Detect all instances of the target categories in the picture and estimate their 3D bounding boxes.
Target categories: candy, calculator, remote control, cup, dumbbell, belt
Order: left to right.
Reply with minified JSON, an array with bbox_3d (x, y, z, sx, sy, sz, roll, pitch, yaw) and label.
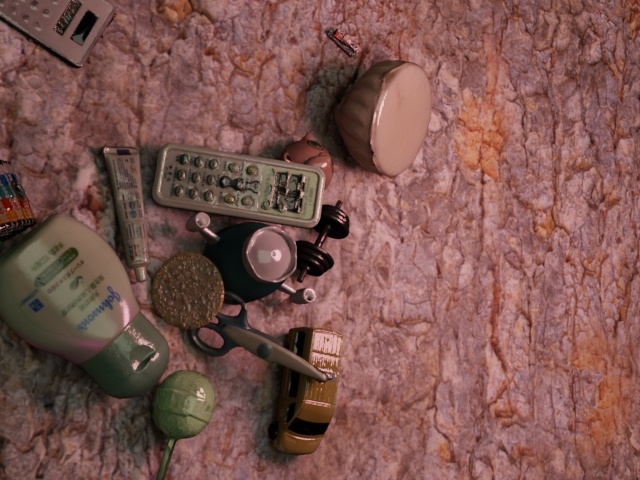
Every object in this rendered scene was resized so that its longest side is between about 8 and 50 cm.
[{"bbox_3d":[-0.606,-0.032,1.376,0.257,0.207,0.150,-27,92,-39],"label":"belt"},{"bbox_3d":[-0.532,-0.456,1.601,0.261,0.021,0.161,32,67,-21],"label":"calculator"},{"bbox_3d":[-0.298,0.452,1.537,0.119,0.119,0.440,22,77,-25],"label":"candy"},{"bbox_3d":[-0.161,-0.107,1.676,0.335,0.065,0.128,9,81,-7],"label":"remote control"},{"bbox_3d":[-0.131,0.039,1.657,0.299,0.173,0.168,36,67,-21],"label":"cup"},{"bbox_3d":[0.000,0.000,1.784,0.099,0.099,0.209,36,64,-20],"label":"dumbbell"}]

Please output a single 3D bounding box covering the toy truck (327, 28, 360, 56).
[{"bbox_3d":[0.053,-0.460,1.941,0.083,0.024,0.032,41,93,-21],"label":"toy truck"}]

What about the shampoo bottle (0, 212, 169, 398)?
[{"bbox_3d":[-0.413,0.132,1.491,0.350,0.151,0.222,51,59,-14],"label":"shampoo bottle"}]

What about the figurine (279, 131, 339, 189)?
[{"bbox_3d":[-0.027,-0.156,1.781,0.125,0.125,0.138,49,23,-14],"label":"figurine"}]

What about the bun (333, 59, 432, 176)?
[{"bbox_3d":[0.119,-0.282,1.877,0.263,0.175,0.263,-34,134,-45],"label":"bun"}]

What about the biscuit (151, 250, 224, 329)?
[{"bbox_3d":[-0.255,0.097,1.618,0.152,0.020,0.152,0,90,9],"label":"biscuit"}]

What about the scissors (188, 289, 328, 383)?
[{"bbox_3d":[-0.114,0.204,1.633,0.289,0.041,0.138,27,100,4],"label":"scissors"}]

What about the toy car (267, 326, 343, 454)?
[{"bbox_3d":[-0.024,0.304,1.699,0.101,0.124,0.257,15,73,-26],"label":"toy car"}]

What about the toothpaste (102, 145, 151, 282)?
[{"bbox_3d":[-0.364,-0.052,1.612,0.069,0.047,0.269,-9,83,-12],"label":"toothpaste"}]
